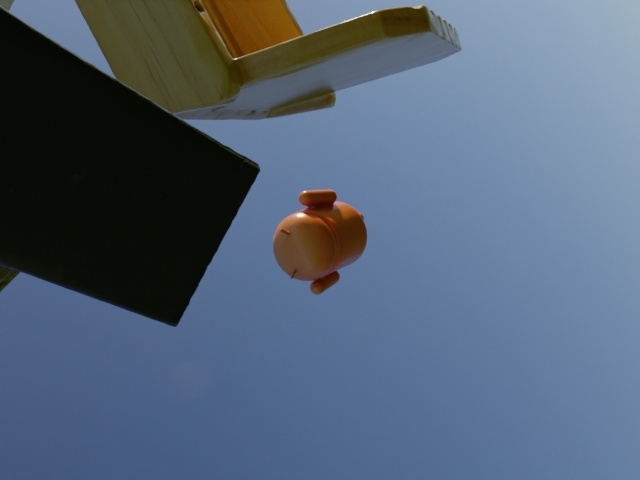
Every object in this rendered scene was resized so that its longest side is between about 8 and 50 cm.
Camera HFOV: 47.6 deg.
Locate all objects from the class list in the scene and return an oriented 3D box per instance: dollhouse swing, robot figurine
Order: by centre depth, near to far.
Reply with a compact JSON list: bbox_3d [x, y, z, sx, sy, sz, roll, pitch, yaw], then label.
[{"bbox_3d":[-0.052,-0.291,0.855,0.315,0.305,0.347,62,-158,2],"label":"dollhouse swing"},{"bbox_3d":[-0.001,-0.002,1.312,0.128,0.158,0.219,39,-149,19],"label":"robot figurine"}]

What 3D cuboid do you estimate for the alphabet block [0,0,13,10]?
[{"bbox_3d":[-0.751,-0.543,1.460,0.197,0.192,0.193,-14,-105,-46],"label":"alphabet block"}]

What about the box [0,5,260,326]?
[{"bbox_3d":[-0.187,-0.067,0.403,0.184,0.261,0.103,26,-90,-43],"label":"box"}]

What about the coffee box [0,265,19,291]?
[{"bbox_3d":[-0.567,-0.028,1.098,0.141,0.098,0.247,-60,-44,-43],"label":"coffee box"}]
